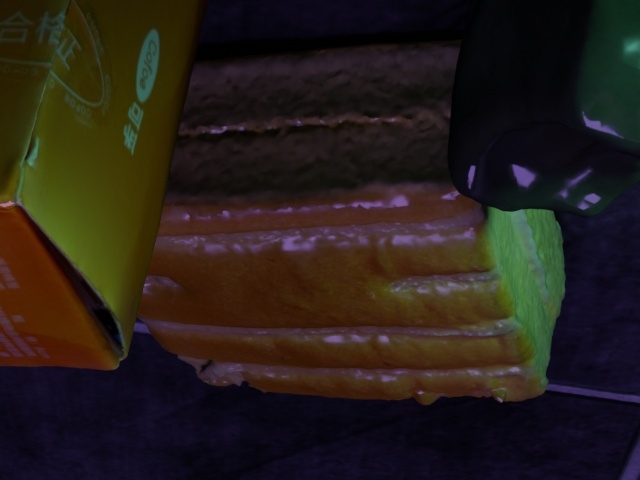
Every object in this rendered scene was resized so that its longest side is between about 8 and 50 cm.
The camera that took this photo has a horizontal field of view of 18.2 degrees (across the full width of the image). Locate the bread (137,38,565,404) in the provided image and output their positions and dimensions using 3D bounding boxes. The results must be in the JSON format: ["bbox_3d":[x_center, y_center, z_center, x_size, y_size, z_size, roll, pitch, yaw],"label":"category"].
[{"bbox_3d":[0.000,0.000,1.121,0.246,0.111,0.239,-1,148,18],"label":"bread"}]

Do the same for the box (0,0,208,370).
[{"bbox_3d":[-0.241,-0.068,0.956,0.341,0.225,0.143,0,148,16],"label":"box"}]

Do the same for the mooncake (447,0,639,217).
[{"bbox_3d":[0.125,-0.077,0.897,0.104,0.175,0.168,21,106,-14],"label":"mooncake"}]
